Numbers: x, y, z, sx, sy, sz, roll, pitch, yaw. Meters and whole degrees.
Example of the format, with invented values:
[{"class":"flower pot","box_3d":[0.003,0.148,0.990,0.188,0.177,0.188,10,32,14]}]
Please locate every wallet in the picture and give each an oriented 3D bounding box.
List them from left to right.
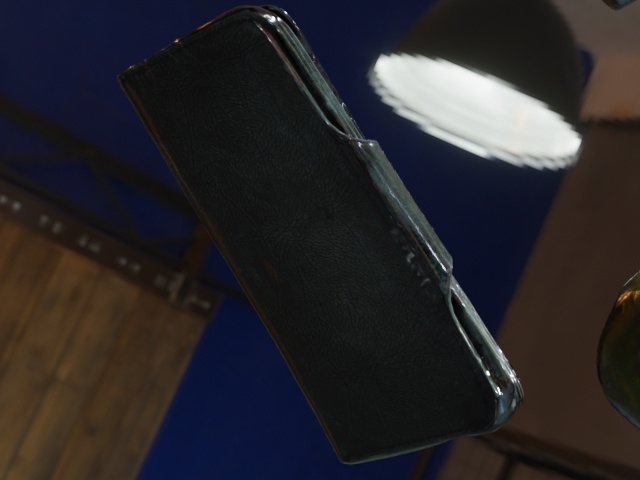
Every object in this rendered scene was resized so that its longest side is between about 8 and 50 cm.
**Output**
[{"class":"wallet","box_3d":[0.000,0.000,1.046,0.172,0.045,0.318,-21,-75,47]}]

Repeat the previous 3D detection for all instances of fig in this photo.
[{"class":"fig","box_3d":[0.237,0.058,0.859,0.177,0.117,0.117,4,2,-31]}]

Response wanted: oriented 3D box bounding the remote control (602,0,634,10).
[{"class":"remote control","box_3d":[0.395,-0.329,1.437,0.107,0.377,0.044,56,-7,34]}]
